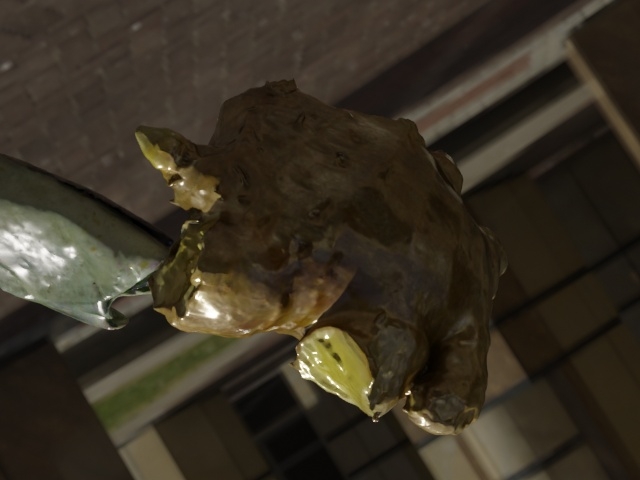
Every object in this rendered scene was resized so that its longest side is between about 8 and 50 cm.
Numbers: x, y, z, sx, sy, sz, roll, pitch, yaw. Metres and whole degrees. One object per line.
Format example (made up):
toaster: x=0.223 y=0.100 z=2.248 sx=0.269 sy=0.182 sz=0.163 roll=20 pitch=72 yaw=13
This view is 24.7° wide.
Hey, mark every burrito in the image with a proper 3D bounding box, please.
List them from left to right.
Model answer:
burrito: x=-0.225 y=-0.025 z=0.882 sx=0.096 sy=0.309 sz=0.066 roll=101 pitch=12 yaw=-51

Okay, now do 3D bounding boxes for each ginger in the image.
ginger: x=0.000 y=0.000 z=0.729 sx=0.102 sy=0.216 sz=0.157 roll=-33 pitch=-149 yaw=59
